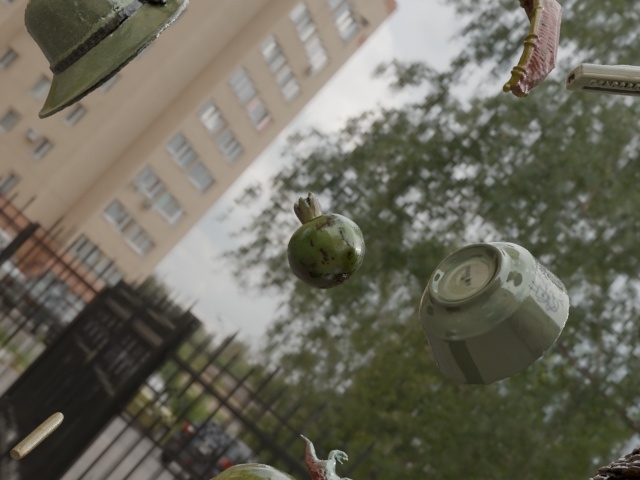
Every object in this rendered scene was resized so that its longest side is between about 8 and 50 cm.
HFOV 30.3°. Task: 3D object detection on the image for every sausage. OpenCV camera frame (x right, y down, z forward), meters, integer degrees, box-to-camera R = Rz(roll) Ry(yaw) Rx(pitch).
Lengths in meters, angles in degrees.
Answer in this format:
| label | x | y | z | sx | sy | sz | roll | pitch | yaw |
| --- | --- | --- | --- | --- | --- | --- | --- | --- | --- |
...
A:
| label | x | y | z | sx | sy | sz | roll | pitch | yaw |
| --- | --- | --- | --- | --- | --- | --- | --- | --- | --- |
| sausage | -0.474 | 0.327 | 1.985 | 0.024 | 0.024 | 0.132 | 41 | 32 | 4 |

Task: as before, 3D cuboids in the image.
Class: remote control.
| label | x | y | z | sx | sy | sz | roll | pitch | yaw |
| --- | --- | --- | --- | --- | --- | --- | --- | --- | --- |
| remote control | 0.599 | -0.315 | 2.312 | 0.230 | 0.049 | 0.090 | 3 | -9 | -9 |

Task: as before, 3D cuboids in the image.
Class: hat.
| label | x | y | z | sx | sy | sz | roll | pitch | yaw |
| --- | --- | --- | --- | --- | --- | --- | --- | --- | --- |
| hat | -0.302 | -0.284 | 1.515 | 0.130 | 0.257 | 0.257 | 52 | -12 | -20 |

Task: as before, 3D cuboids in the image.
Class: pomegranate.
| label | x | y | z | sx | sy | sz | roll | pitch | yaw |
| --- | --- | --- | --- | --- | --- | --- | --- | --- | --- |
| pomegranate | 0.000 | 0.000 | 1.683 | 0.114 | 0.114 | 0.142 | 62 | 2 | -64 |

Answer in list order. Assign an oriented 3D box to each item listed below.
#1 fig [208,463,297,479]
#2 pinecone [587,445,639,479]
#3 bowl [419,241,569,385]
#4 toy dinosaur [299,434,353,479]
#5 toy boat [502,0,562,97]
| label | x | y | z | sx | sy | sz | roll | pitch | yaw |
| --- | --- | --- | --- | --- | --- | --- | --- | --- | --- |
| fig | -0.074 | 0.461 | 1.589 | 0.326 | 0.258 | 0.258 | 45 | -9 | 12 |
| pinecone | 0.489 | 0.420 | 1.779 | 0.202 | 0.201 | 0.229 | 26 | -10 | 17 |
| bowl | 0.221 | 0.080 | 1.603 | 0.211 | 0.211 | 0.112 | 28 | -21 | 55 |
| toy dinosaur | 0.006 | 0.478 | 2.415 | 0.167 | 0.053 | 0.242 | -1 | 38 | -48 |
| toy boat | 0.387 | -0.368 | 2.149 | 0.099 | 0.318 | 0.141 | 1 | -44 | 12 |
